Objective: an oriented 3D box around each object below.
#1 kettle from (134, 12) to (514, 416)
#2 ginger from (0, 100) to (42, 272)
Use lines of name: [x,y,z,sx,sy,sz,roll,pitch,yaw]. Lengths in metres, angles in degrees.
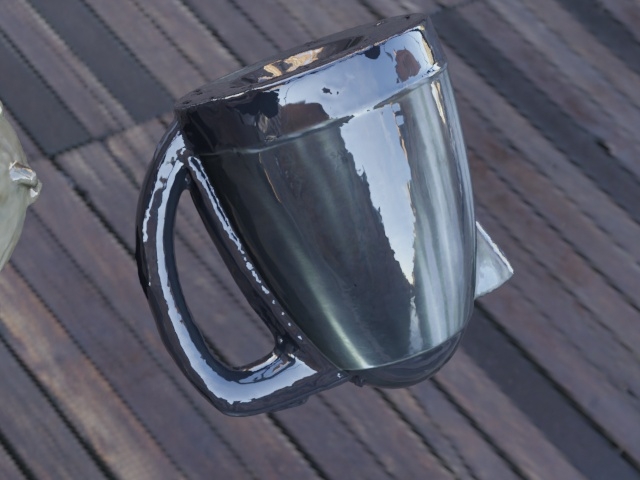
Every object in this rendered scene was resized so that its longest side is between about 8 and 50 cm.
kettle: [0.016,-0.004,0.989,0.250,0.207,0.271,-34,109,-41]
ginger: [-0.307,-0.017,0.646,0.304,0.155,0.244,14,38,27]
